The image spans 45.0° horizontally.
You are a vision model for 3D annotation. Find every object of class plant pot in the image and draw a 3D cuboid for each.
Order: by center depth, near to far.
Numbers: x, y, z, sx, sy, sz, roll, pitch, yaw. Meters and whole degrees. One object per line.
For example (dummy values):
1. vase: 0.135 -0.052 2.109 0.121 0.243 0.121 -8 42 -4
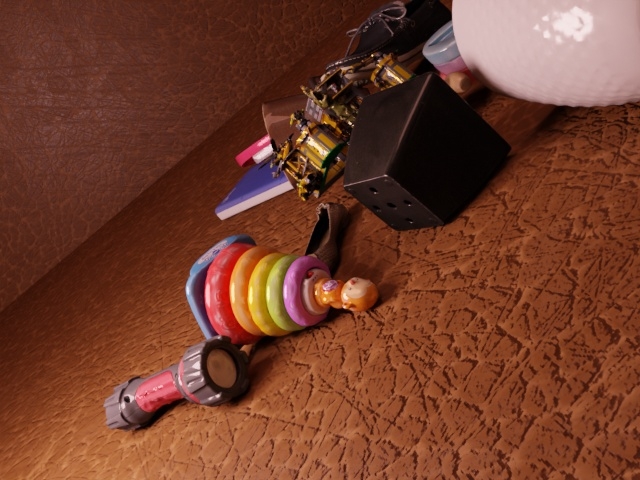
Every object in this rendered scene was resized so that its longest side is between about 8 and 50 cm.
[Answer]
1. plant pot: 0.146 -0.120 1.199 0.188 0.187 0.167 -8 49 58
2. plant pot: 0.017 -0.251 1.736 0.230 0.215 0.215 -21 22 9

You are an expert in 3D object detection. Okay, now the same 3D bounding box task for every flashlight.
1. flashlight: -0.241 0.240 1.230 0.304 0.103 0.103 -28 58 38

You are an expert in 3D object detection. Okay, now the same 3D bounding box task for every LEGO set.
1. LEGO set: 0.013 -0.255 1.522 0.331 0.192 0.255 -46 -11 -14

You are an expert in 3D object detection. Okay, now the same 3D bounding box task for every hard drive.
1. hard drive: -0.126 -0.169 2.033 0.318 0.040 0.210 -19 27 47

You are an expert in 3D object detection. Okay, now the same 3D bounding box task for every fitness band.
1. fitness band: -0.116 -0.298 2.230 0.290 0.054 0.209 -31 9 14

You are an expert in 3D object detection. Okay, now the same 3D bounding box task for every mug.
1. mug: 0.420 -0.326 1.048 0.373 0.276 0.328 -13 18 -17

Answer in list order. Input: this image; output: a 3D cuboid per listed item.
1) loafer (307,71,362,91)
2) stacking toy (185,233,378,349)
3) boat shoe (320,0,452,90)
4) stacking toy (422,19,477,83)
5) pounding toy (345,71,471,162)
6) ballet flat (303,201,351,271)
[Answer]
1. loafer: 0.059 -0.379 2.064 0.130 0.134 0.366 -28 24 4
2. stacking toy: -0.042 0.081 1.174 0.301 0.166 0.175 -3 29 39
3. boat shoe: 0.158 -0.483 1.865 0.186 0.156 0.500 -9 21 47
4. stacking toy: 0.325 -0.446 1.475 0.308 0.130 0.280 -33 23 20
5. pounding toy: 0.152 -0.231 1.451 0.269 0.155 0.154 -40 19 8
6. ballet flat: 0.000 0.000 1.370 0.084 0.058 0.250 -30 21 30
